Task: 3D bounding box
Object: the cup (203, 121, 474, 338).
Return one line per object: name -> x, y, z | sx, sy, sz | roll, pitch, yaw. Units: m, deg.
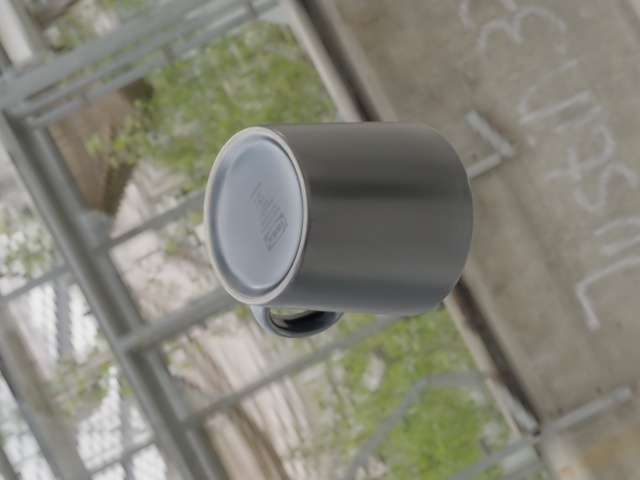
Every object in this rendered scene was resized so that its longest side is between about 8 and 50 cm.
cup -> 0.000, 0.000, 0.604 | 0.078, 0.077, 0.100 | 54, 130, 37
